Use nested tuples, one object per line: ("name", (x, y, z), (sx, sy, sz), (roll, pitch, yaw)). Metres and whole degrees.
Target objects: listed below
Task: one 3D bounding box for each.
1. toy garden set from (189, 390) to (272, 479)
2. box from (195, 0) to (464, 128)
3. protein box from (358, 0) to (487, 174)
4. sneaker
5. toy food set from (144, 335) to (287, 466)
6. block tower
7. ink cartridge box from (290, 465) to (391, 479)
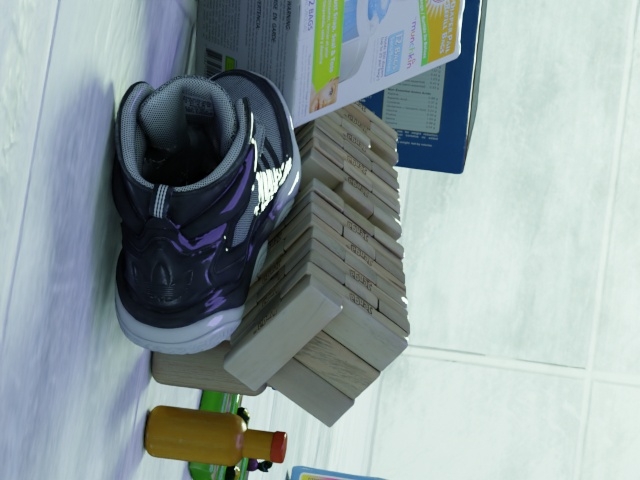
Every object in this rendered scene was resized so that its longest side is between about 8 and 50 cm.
("toy garden set", (-0.082, 0.241, 1.803), (0.244, 0.049, 0.204), (83, 15, -66))
("box", (0.011, -0.178, 1.511), (0.203, 0.103, 0.114), (-26, 130, -43))
("protein box", (0.045, -0.187, 1.763), (0.136, 0.200, 0.201), (-72, 167, -60))
("sneaker", (-0.071, -0.062, 1.311), (0.268, 0.101, 0.153), (-75, 171, -47))
("toy food set", (-0.061, 0.055, 1.519), (0.111, 0.104, 0.232), (90, 10, -50))
("block tower", (0.000, 0.000, 1.437), (0.091, 0.097, 0.335), (-46, -162, 23))
("ink cartridge box", (0.011, 0.513, 2.503), (0.270, 0.151, 0.395), (80, 17, -68))
